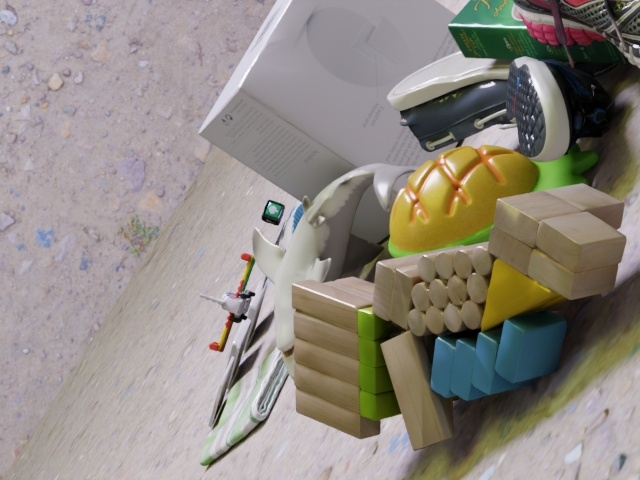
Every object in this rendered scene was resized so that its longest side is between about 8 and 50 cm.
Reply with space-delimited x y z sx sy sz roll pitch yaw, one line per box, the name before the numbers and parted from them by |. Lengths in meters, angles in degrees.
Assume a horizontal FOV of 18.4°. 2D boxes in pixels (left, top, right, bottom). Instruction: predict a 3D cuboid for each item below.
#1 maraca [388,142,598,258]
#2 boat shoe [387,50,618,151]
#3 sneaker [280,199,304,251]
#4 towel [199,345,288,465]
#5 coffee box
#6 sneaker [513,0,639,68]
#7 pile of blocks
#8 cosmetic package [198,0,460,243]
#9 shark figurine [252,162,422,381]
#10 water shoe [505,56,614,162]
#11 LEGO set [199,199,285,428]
maraca | 0.136 -0.030 1.582 0.186 0.099 0.127 -19 28 30
boat shoe | 0.171 -0.133 1.742 0.254 0.079 0.095 -17 23 39
sneaker | 0.000 0.000 2.142 0.092 0.087 0.228 -60 2 20
towel | -0.080 0.172 2.111 0.152 0.023 0.113 -43 16 51
coffee box | 0.208 -0.200 1.667 0.184 0.040 0.113 7 49 47
sneaker | 0.228 -0.202 1.491 0.121 0.112 0.299 -52 32 -17
pile of blocks | 0.117 0.062 1.428 0.113 0.149 0.362 -11 -8 -35
cosmetic package | 0.034 -0.155 2.043 0.224 0.225 0.138 -61 9 -27
shark figurine | 0.033 -0.005 1.966 0.278 0.116 0.166 -59 41 30
water shoe | 0.195 -0.111 1.561 0.203 0.080 0.073 -92 4 -73
LEGO set | -0.095 0.067 2.220 0.182 0.060 0.244 -68 -4 -46
